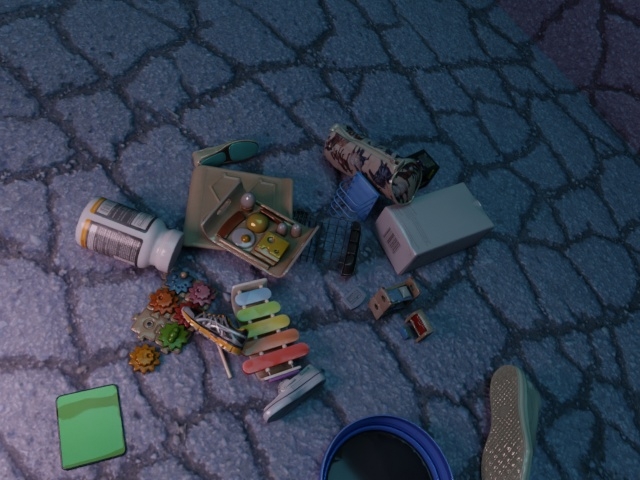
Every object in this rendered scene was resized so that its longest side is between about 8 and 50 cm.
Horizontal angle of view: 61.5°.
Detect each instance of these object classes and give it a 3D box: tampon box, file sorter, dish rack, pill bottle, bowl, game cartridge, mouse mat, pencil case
[{"bbox_3d":[0.355,-0.258,2.084,0.161,0.120,0.101,-27,70,-30],"label":"tampon box"},{"bbox_3d":[0.111,-0.135,1.897,0.104,0.170,0.118,-30,72,-27],"label":"file sorter"},{"bbox_3d":[0.000,0.000,1.824,0.271,0.074,0.208,12,54,3],"label":"dish rack"},{"bbox_3d":[-0.560,-0.012,1.598,0.278,0.162,0.162,22,55,-5],"label":"pill bottle"},{"bbox_3d":[0.176,0.677,1.458,0.391,0.077,0.391,9,56,-13],"label":"bowl"},{"bbox_3d":[0.112,0.192,1.782,0.056,0.017,0.083,43,56,15],"label":"game cartridge"},{"bbox_3d":[-0.587,0.472,1.376,0.152,0.007,0.190,-8,60,-23],"label":"mouse mat"},{"bbox_3d":[0.180,-0.285,1.929,0.160,0.183,0.410,-31,45,-22],"label":"pencil case"}]

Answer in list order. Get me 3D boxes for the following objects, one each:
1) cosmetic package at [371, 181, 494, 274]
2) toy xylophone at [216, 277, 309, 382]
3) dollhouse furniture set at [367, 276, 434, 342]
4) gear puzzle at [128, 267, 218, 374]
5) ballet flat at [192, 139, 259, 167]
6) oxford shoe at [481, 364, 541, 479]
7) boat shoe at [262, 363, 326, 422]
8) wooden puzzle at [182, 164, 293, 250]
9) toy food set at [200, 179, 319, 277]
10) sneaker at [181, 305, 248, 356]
[{"bbox_3d":[0.408,-0.049,1.951,0.385,0.156,0.217,-16,65,-28],"label":"cosmetic package"},{"bbox_3d":[-0.192,0.278,1.585,0.236,0.081,0.323,-21,67,-28],"label":"toy xylophone"},{"bbox_3d":[0.268,0.236,1.736,0.129,0.129,0.184,-17,66,-27],"label":"dollhouse furniture set"},{"bbox_3d":[-0.445,0.228,1.554,0.175,0.044,0.339,28,54,0],"label":"gear puzzle"},{"bbox_3d":[-0.343,-0.318,1.920,0.248,0.086,0.086,-22,68,-28],"label":"ballet flat"},{"bbox_3d":[0.582,0.594,1.607,0.130,0.169,0.449,35,51,-22],"label":"oxford shoe"},{"bbox_3d":[-0.087,0.432,1.534,0.226,0.083,0.076,-23,57,-42],"label":"boat shoe"},{"bbox_3d":[-0.270,-0.089,1.800,0.348,0.080,0.322,6,57,-9],"label":"wooden puzzle"},{"bbox_3d":[-0.185,-0.042,1.685,0.306,0.092,0.220,30,57,7],"label":"toy food set"},{"bbox_3d":[-0.297,0.242,1.522,0.215,0.084,0.083,31,74,10],"label":"sneaker"}]
